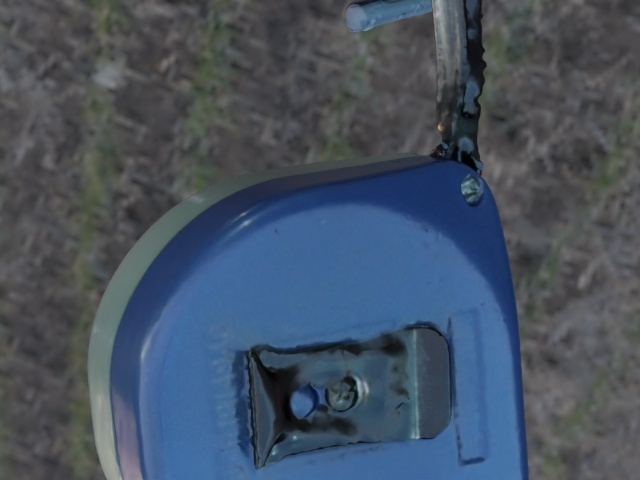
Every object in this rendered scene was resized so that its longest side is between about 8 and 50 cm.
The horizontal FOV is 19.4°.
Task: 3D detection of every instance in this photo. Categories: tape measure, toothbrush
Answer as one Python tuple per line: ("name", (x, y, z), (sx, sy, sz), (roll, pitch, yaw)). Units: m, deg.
("tape measure", (0.000, 0.000, 0.863), (0.215, 0.351, 0.098), (-9, -171, -24))
("toothbrush", (0.088, -0.139, 1.048), (0.016, 0.219, 0.019), (-33, 80, 43))
